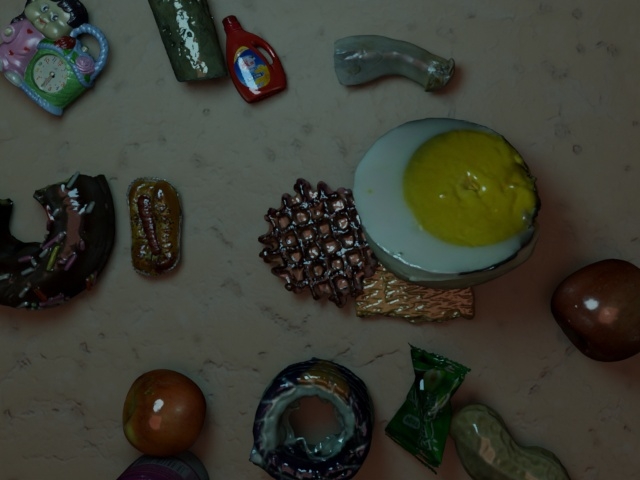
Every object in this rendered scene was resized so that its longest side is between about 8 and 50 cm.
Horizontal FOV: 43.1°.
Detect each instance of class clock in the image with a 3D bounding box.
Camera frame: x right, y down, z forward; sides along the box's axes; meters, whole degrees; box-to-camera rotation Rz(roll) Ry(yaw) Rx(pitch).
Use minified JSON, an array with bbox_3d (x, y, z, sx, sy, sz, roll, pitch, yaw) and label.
[{"bbox_3d":[-0.500,-0.363,1.526,0.194,0.100,0.195,41,99,-2],"label":"clock"}]

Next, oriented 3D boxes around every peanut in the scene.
[{"bbox_3d":[0.355,0.417,1.488,0.298,0.120,0.136,41,73,2],"label":"peanut"}]

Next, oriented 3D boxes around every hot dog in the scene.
[{"bbox_3d":[-0.317,-0.027,1.551,0.108,0.059,0.191,-2,96,10],"label":"hot dog"}]

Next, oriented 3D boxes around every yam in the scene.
[{"bbox_3d":[-0.242,-0.380,1.494,0.107,0.107,0.194,-18,93,6],"label":"yam"}]

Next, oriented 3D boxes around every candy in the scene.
[{"bbox_3d":[0.198,0.306,1.495,0.078,0.141,0.203,12,99,-28],"label":"candy"}]

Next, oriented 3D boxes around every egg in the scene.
[{"bbox_3d":[0.217,-0.034,1.421,0.337,0.201,0.337,-3,54,4],"label":"egg"}]

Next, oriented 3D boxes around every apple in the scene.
[{"bbox_3d":[0.504,0.120,1.424,0.168,0.181,0.181,-45,89,-2],"label":"apple"},{"bbox_3d":[-0.292,0.325,1.523,0.139,0.163,0.163,16,96,-24],"label":"apple"}]

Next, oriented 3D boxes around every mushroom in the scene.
[{"bbox_3d":[0.134,-0.324,1.479,0.223,0.081,0.092,7,76,3],"label":"mushroom"}]

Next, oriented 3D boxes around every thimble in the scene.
[{"bbox_3d":[-0.018,0.340,1.501,0.237,0.150,0.237,1,96,5],"label":"thimble"}]

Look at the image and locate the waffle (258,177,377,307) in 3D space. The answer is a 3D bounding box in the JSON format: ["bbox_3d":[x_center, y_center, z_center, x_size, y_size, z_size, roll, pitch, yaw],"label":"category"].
[{"bbox_3d":[0.000,0.000,1.518,0.234,0.055,0.221,25,92,8],"label":"waffle"}]

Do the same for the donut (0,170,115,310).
[{"bbox_3d":[-0.565,0.007,1.538,0.345,0.136,0.259,-2,91,7],"label":"donut"}]

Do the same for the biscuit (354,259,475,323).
[{"bbox_3d":[0.175,0.085,1.523,0.224,0.033,0.144,-2,90,7],"label":"biscuit"}]

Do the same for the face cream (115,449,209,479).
[{"bbox_3d":[-0.306,0.491,1.513,0.175,0.195,0.175,0,94,7],"label":"face cream"}]

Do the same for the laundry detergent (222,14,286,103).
[{"bbox_3d":[-0.132,-0.345,1.515,0.097,0.049,0.165,-24,90,-10],"label":"laundry detergent"}]
